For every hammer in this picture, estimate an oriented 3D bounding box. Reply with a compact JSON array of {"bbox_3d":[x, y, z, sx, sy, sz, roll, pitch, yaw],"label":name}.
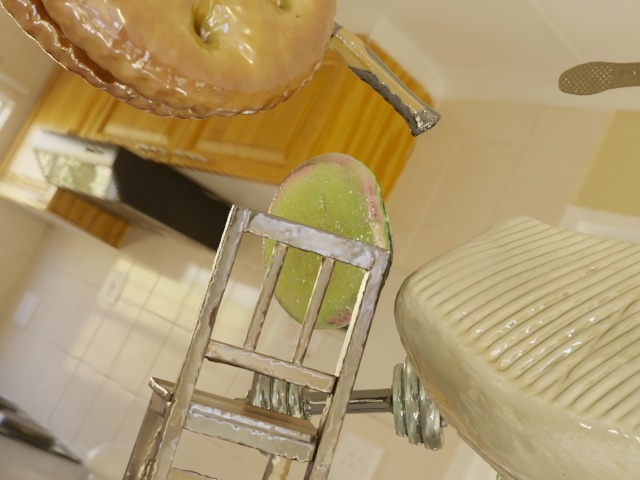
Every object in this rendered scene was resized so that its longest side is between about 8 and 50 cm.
[{"bbox_3d":[0.019,-0.161,0.741,0.201,0.078,0.021,43,-12,2],"label":"hammer"}]

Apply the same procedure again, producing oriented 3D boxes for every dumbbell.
[{"bbox_3d":[0.051,0.277,1.593,0.406,0.179,0.179,-3,-16,9],"label":"dumbbell"}]

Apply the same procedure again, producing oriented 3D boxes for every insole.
[{"bbox_3d":[0.373,-0.211,1.200,0.135,0.045,0.002,1,-5,30],"label":"insole"}]

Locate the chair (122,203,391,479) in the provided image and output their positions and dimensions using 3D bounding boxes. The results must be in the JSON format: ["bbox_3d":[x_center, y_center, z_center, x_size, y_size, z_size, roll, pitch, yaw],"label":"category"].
[{"bbox_3d":[-0.091,0.190,1.040,0.203,0.416,0.240,18,-8,-10],"label":"chair"}]

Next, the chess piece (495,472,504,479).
[{"bbox_3d":[0.311,0.509,1.430,0.195,0.299,0.194,10,-20,4],"label":"chess piece"}]

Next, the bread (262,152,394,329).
[{"bbox_3d":[0.000,0.000,1.171,0.033,0.228,0.228,7,6,-43],"label":"bread"}]

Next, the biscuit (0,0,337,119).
[{"bbox_3d":[-0.081,-0.166,0.497,0.220,0.220,0.066,33,-33,-33],"label":"biscuit"}]

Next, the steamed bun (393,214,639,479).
[{"bbox_3d":[0.260,0.148,0.913,0.383,0.247,0.236,26,-40,46],"label":"steamed bun"}]
